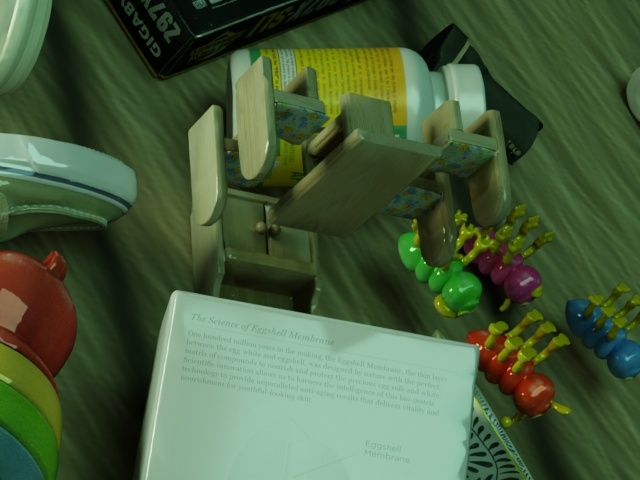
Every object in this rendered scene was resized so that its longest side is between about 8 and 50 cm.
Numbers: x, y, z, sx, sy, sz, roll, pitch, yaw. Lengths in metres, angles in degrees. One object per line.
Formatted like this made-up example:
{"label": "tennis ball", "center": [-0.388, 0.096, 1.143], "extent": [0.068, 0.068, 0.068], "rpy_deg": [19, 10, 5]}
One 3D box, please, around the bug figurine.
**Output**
{"label": "bug figurine", "center": [0.173, 0.061, 1.638], "extent": [0.216, 0.072, 0.279], "rpy_deg": [48, 27, 19]}

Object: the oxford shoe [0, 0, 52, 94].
{"label": "oxford shoe", "center": [-0.285, -0.330, 1.542], "extent": [0.130, 0.169, 0.449], "rpy_deg": [12, 63, -26]}

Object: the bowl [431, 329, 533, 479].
{"label": "bowl", "center": [0.107, 0.165, 1.549], "extent": [0.170, 0.080, 0.170], "rpy_deg": [57, 4, -6]}

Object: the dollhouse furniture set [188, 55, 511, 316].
{"label": "dollhouse furniture set", "center": [0.000, 0.000, 1.482], "extent": [0.212, 0.242, 0.161], "rpy_deg": [11, 59, -28]}

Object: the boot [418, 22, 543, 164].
{"label": "boot", "center": [0.130, -0.096, 1.743], "extent": [0.137, 0.077, 0.198], "rpy_deg": [43, 50, -12]}

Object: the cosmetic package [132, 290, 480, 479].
{"label": "cosmetic package", "center": [-0.019, 0.176, 1.354], "extent": [0.224, 0.138, 0.224], "rpy_deg": [11, 69, -7]}

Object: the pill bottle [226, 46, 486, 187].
{"label": "pill bottle", "center": [0.028, -0.102, 1.596], "extent": [0.208, 0.117, 0.117], "rpy_deg": [-1, 62, -6]}

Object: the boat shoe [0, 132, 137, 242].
{"label": "boat shoe", "center": [-0.284, -0.027, 1.417], "extent": [0.302, 0.109, 0.094], "rpy_deg": [4, 77, -22]}

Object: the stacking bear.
{"label": "stacking bear", "center": [-0.251, 0.122, 1.309], "extent": [0.164, 0.175, 0.289], "rpy_deg": [30, 44, -13]}

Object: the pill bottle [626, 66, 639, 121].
{"label": "pill bottle", "center": [0.371, -0.157, 1.939], "extent": [0.120, 0.067, 0.067], "rpy_deg": [-18, 75, -39]}

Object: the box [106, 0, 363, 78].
{"label": "box", "center": [-0.081, -0.309, 1.719], "extent": [0.322, 0.079, 0.257], "rpy_deg": [-28, 79, -41]}
